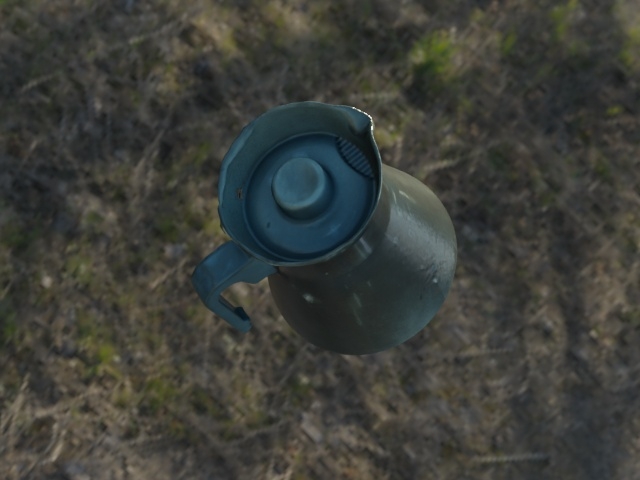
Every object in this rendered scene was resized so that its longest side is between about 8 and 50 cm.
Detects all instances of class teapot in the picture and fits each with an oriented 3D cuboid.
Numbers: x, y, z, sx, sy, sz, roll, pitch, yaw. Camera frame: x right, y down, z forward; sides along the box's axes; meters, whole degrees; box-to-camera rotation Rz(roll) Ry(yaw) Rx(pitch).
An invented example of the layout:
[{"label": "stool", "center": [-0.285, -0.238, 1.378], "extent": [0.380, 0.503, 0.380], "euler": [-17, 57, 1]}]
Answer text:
[{"label": "teapot", "center": [0.000, 0.000, 1.114], "extent": [0.171, 0.203, 0.225], "euler": [52, 2, 25]}]
